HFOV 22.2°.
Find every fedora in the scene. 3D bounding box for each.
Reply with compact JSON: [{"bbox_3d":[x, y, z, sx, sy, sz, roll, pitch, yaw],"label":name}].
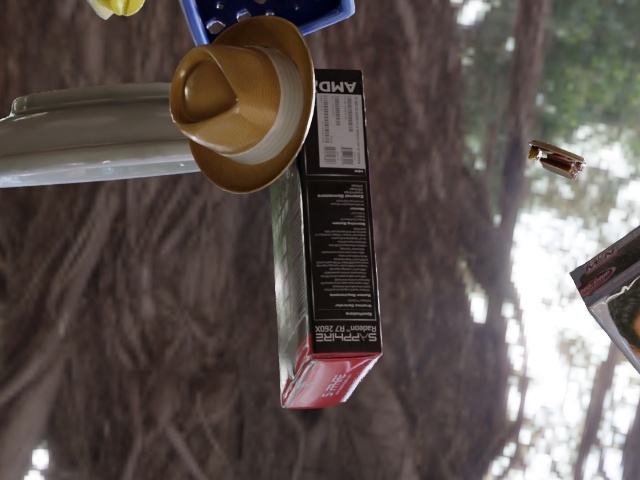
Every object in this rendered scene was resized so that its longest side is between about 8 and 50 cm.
[{"bbox_3d":[-0.089,-0.139,1.597,0.079,0.194,0.194,11,-161,-43],"label":"fedora"}]

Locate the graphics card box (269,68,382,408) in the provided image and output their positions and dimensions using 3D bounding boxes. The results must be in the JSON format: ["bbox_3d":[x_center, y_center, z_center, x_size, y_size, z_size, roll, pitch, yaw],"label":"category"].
[{"bbox_3d":[0.000,0.000,2.013,0.094,0.233,0.371,-1,-110,-11],"label":"graphics card box"}]

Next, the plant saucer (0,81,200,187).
[{"bbox_3d":[-0.252,-0.125,1.926,0.400,0.100,0.400,-6,-179,0],"label":"plant saucer"}]

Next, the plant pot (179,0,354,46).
[{"bbox_3d":[-0.106,-0.420,2.286,0.236,0.236,0.212,-21,-126,-1],"label":"plant pot"}]

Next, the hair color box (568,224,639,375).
[{"bbox_3d":[0.530,0.142,2.260,0.185,0.374,0.113,-36,-156,12],"label":"hair color box"}]

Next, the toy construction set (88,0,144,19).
[{"bbox_3d":[-0.056,-0.306,1.142,0.151,0.215,0.328,23,-139,33],"label":"toy construction set"}]

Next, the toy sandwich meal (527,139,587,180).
[{"bbox_3d":[0.288,-0.098,2.003,0.086,0.029,0.085,20,-177,-1],"label":"toy sandwich meal"}]
